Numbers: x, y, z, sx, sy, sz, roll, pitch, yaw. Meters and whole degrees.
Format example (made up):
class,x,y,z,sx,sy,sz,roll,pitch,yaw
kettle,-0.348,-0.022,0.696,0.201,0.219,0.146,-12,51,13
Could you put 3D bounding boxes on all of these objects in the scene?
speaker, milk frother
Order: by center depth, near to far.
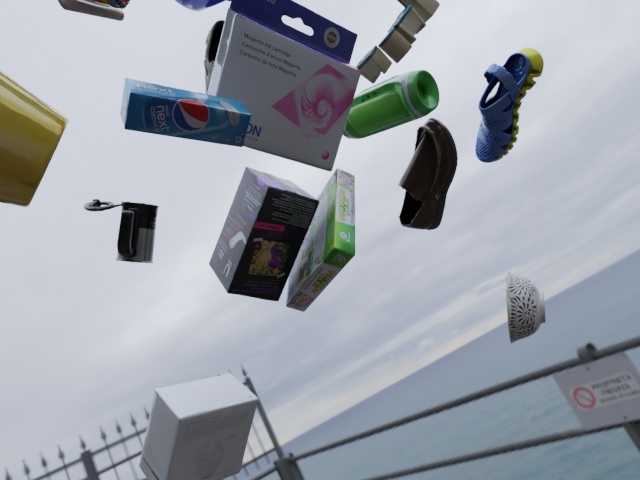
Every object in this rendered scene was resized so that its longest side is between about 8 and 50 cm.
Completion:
class,x,y,z,sx,sy,sz,roll,pitch,yaw
milk frother,-0.453,-0.022,1.145,0.143,0.135,0.129,5,-2,17
speaker,0.181,-0.376,1.428,0.131,0.131,0.296,-12,2,-43

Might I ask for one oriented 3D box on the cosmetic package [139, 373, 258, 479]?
class,x,y,z,sx,sy,sz,roll,pitch,yaw
cosmetic package,-0.301,0.476,1.258,0.224,0.138,0.225,2,-70,-46

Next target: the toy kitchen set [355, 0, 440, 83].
class,x,y,z,sx,sy,sz,roll,pitch,yaw
toy kitchen set,0.175,-0.543,1.307,0.207,0.122,0.166,-57,15,-22

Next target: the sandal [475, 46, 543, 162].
class,x,y,z,sx,sy,sz,roll,pitch,yaw
sandal,0.477,-0.361,1.376,0.138,0.126,0.318,-12,-55,-29

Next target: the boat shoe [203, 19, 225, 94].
class,x,y,z,sx,sy,sz,roll,pitch,yaw
boat shoe,-0.218,-0.390,1.169,0.109,0.305,0.091,-8,-36,-3

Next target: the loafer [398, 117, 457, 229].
class,x,y,z,sx,sy,sz,roll,pitch,yaw
loafer,0.302,-0.174,1.482,0.130,0.134,0.366,-16,-54,-20

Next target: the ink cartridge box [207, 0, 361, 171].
class,x,y,z,sx,sy,sz,roll,pitch,yaw
ink cartridge box,-0.068,-0.346,1.097,0.324,0.071,0.330,10,-80,-36

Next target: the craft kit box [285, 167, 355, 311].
class,x,y,z,sx,sy,sz,roll,pitch,yaw
craft kit box,0.000,0.000,1.186,0.060,0.250,0.247,18,-43,-16

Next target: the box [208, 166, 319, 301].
class,x,y,z,sx,sy,sz,roll,pitch,yaw
box,-0.141,-0.015,1.221,0.143,0.165,0.270,15,-74,-34

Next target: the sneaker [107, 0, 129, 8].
class,x,y,z,sx,sy,sz,roll,pitch,yaw
sneaker,-0.550,-0.671,1.189,0.125,0.104,0.262,5,-35,27

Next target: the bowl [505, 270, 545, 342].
class,x,y,z,sx,sy,sz,roll,pitch,yaw
bowl,0.480,0.154,1.183,0.080,0.170,0.170,-5,-8,23

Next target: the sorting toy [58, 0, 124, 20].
class,x,y,z,sx,sy,sz,roll,pitch,yaw
sorting toy,-0.615,-0.621,1.240,0.038,0.208,0.193,-56,-14,26

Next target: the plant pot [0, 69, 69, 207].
class,x,y,z,sx,sy,sz,roll,pitch,yaw
plant pot,-0.538,-0.172,0.773,0.239,0.254,0.254,24,-48,-29

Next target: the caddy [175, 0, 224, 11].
class,x,y,z,sx,sy,sz,roll,pitch,yaw
caddy,-0.249,-0.647,1.025,0.179,0.341,0.241,3,50,49

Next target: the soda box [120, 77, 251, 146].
class,x,y,z,sx,sy,sz,roll,pitch,yaw
soda box,-0.235,-0.222,0.891,0.210,0.071,0.067,3,-57,-30
